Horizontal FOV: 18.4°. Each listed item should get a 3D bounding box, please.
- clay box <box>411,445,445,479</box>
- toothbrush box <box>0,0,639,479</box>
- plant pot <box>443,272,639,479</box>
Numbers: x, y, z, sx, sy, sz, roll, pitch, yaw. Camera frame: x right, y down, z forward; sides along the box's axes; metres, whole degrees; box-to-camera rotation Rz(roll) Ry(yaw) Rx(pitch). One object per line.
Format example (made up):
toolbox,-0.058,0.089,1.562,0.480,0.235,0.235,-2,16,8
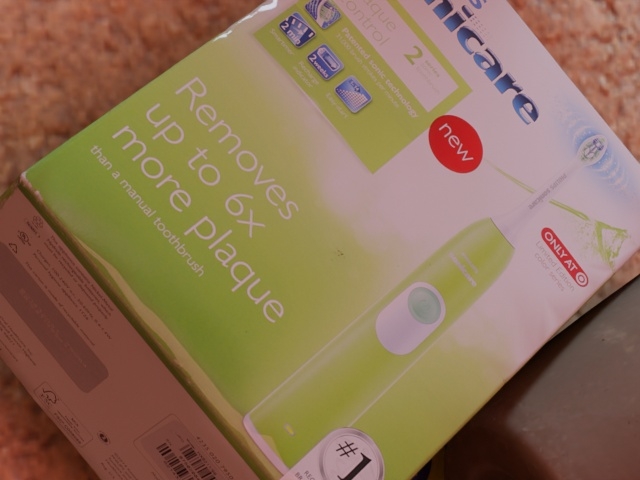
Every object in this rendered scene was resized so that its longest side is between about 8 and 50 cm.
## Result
clay box,0.016,0.115,1.009,0.222,0.053,0.127,-8,88,-33
toothbrush box,0.000,0.000,0.929,0.206,0.122,0.283,51,52,-1
plant pot,0.193,0.109,0.950,0.229,0.263,0.263,-21,96,-22
